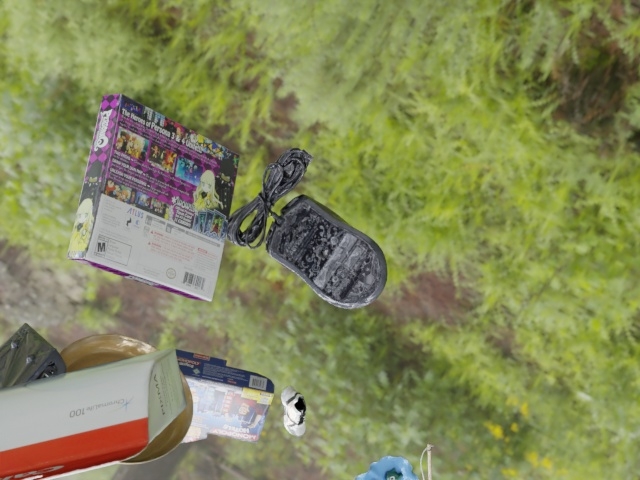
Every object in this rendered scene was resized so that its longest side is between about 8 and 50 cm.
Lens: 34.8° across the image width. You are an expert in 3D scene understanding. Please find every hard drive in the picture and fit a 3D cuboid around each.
[{"bbox_3d":[-0.480,0.242,1.465,0.054,0.255,0.172,50,163,-29],"label":"hard drive"}]

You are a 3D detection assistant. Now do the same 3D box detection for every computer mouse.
[{"bbox_3d":[0.000,0.000,1.599,0.272,0.188,0.072,41,-175,19],"label":"computer mouse"}]

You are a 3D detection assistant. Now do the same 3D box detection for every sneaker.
[{"bbox_3d":[-0.045,0.325,1.908,0.043,0.040,0.109,21,132,45],"label":"sneaker"}]

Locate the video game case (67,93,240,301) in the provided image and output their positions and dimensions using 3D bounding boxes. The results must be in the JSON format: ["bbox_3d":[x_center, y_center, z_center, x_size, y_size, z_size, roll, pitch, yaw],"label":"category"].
[{"bbox_3d":[-0.206,-0.048,1.307,0.041,0.210,0.232,1,166,37],"label":"video game case"}]

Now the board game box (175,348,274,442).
[{"bbox_3d":[-0.197,0.301,1.868,0.194,0.060,0.194,14,130,-7],"label":"board game box"}]

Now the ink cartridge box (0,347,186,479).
[{"bbox_3d":[-0.339,0.214,1.175,0.308,0.091,0.385,-13,178,2],"label":"ink cartridge box"}]

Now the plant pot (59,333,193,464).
[{"bbox_3d":[-0.315,0.251,1.595,0.236,0.236,0.032,31,131,-2],"label":"plant pot"}]

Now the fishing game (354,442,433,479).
[{"bbox_3d":[0.122,0.507,1.966,0.264,0.189,0.041,-14,-157,-33],"label":"fishing game"}]
